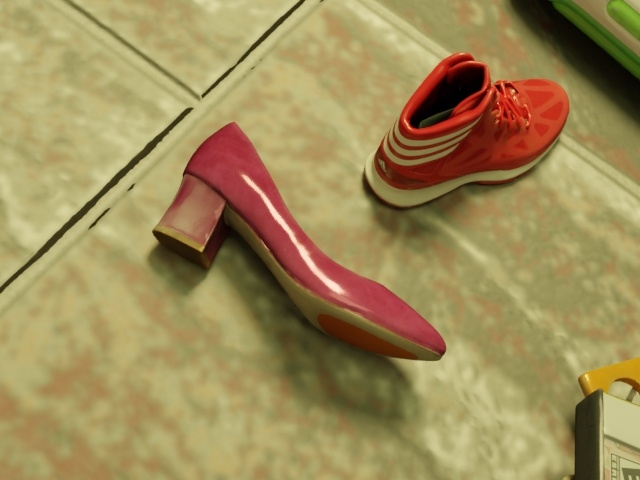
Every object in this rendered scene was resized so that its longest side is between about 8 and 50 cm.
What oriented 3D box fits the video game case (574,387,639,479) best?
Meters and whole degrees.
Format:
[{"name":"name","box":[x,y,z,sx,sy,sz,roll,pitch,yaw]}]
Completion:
[{"name":"video game case","box":[0.281,0.257,0.570,0.248,0.035,0.274,22,49,-7]}]

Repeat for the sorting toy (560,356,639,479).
[{"name":"sorting toy","box":[0.269,0.257,0.640,0.196,0.047,0.347,2,62,-18]}]

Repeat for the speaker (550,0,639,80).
[{"name":"speaker","box":[0.337,-0.215,0.853,0.296,0.131,0.131,44,61,9]}]

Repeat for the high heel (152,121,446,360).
[{"name":"high heel","box":[0.000,0.000,0.677,0.244,0.082,0.117,25,69,13]}]

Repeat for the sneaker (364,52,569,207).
[{"name":"sneaker","box":[0.149,-0.107,0.744,0.221,0.128,0.087,-29,74,-26]}]
